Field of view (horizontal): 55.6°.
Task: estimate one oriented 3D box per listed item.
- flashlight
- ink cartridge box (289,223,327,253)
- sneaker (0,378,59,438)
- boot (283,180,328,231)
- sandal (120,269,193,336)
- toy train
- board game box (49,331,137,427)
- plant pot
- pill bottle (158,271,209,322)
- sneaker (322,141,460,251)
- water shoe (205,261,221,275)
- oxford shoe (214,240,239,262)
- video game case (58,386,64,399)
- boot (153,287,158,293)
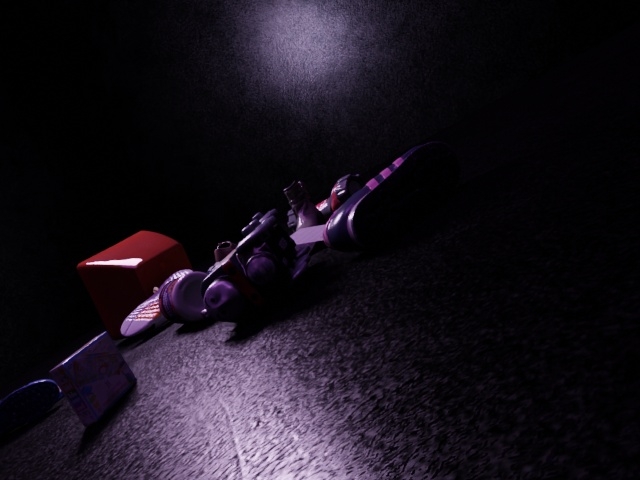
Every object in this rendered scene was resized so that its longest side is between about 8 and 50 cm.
[{"bbox_3d":[0.014,-0.108,1.821,0.304,0.103,0.103,-20,22,49],"label":"flashlight"},{"bbox_3d":[0.000,0.000,1.438,0.179,0.045,0.145,-6,17,28],"label":"ink cartridge box"},{"bbox_3d":[-0.676,0.374,1.318,0.232,0.082,0.090,-33,14,-15],"label":"sneaker"},{"bbox_3d":[-0.058,-0.076,1.657,0.083,0.161,0.246,-29,6,15],"label":"boot"},{"bbox_3d":[-0.428,0.186,1.672,0.101,0.076,0.265,5,40,37],"label":"sandal"},{"bbox_3d":[-0.123,0.054,1.124,0.190,0.142,0.334,-42,7,6],"label":"toy train"},{"bbox_3d":[-0.365,0.221,0.990,0.026,0.104,0.154,-29,6,10],"label":"board game box"},{"bbox_3d":[-0.525,0.131,1.862,0.235,0.268,0.267,-5,22,42],"label":"plant pot"},{"bbox_3d":[-0.308,0.135,1.388,0.108,0.108,0.193,-34,7,-30],"label":"pill bottle"},{"bbox_3d":[0.125,-0.082,1.093,0.319,0.112,0.131,-33,10,-36],"label":"sneaker"},{"bbox_3d":[-0.301,0.117,1.769,0.080,0.073,0.203,-55,10,-17],"label":"water shoe"},{"bbox_3d":[-0.318,0.037,2.239,0.096,0.099,0.271,-29,6,11],"label":"oxford shoe"},{"bbox_3d":[-0.650,0.377,1.484,0.166,0.015,0.119,-26,7,38],"label":"video game case"},{"bbox_3d":[-0.547,0.180,2.226,0.203,0.095,0.262,-31,2,-14],"label":"boot"}]
